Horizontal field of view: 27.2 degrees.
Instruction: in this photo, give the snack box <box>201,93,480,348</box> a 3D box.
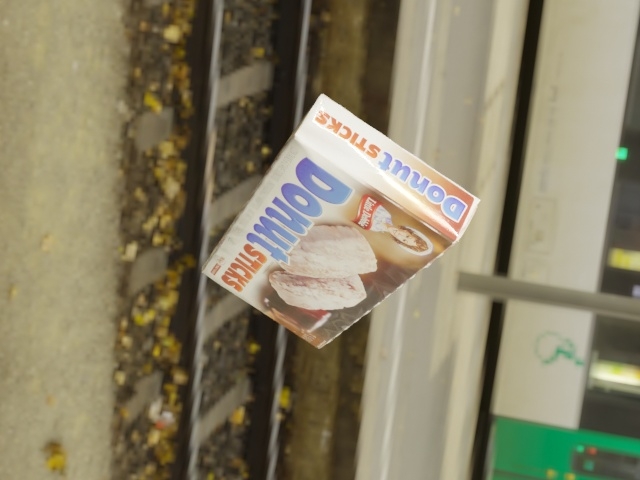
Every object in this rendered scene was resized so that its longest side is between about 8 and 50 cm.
[{"bbox_3d":[0.000,0.000,0.506,0.022,0.064,0.178,-57,-176,-21],"label":"snack box"}]
